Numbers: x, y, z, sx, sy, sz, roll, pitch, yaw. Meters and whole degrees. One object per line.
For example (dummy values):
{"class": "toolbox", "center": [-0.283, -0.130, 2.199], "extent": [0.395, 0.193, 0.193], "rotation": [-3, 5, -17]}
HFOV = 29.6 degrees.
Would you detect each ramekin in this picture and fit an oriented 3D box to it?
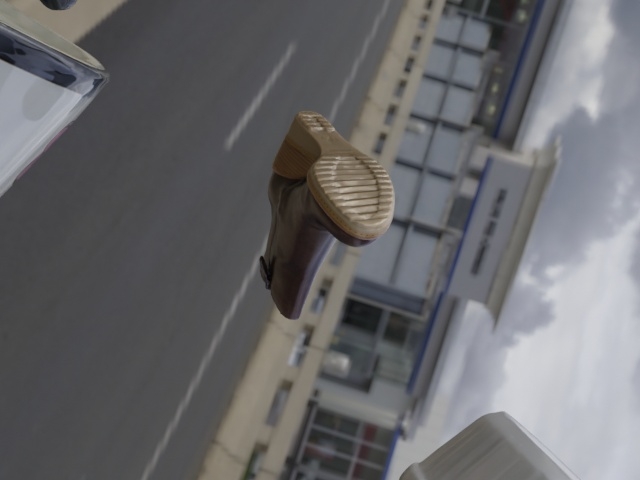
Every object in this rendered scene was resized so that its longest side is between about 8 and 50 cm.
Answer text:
{"class": "ramekin", "center": [0.215, 0.285, 1.195], "extent": [0.127, 0.273, 0.273], "rotation": [-47, 177, 1]}

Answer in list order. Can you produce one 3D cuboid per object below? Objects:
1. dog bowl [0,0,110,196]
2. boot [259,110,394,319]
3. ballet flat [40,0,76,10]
{"class": "dog bowl", "center": [-0.316, -0.122, 0.589], "extent": [0.150, 0.408, 0.408], "rotation": [-60, 178, 4]}
{"class": "boot", "center": [0.000, 0.000, 1.291], "extent": [0.248, 0.090, 0.207], "rotation": [-119, -144, -55]}
{"class": "ballet flat", "center": [-0.316, -0.329, 1.314], "extent": [0.049, 0.057, 0.173], "rotation": [-76, 146, -62]}
